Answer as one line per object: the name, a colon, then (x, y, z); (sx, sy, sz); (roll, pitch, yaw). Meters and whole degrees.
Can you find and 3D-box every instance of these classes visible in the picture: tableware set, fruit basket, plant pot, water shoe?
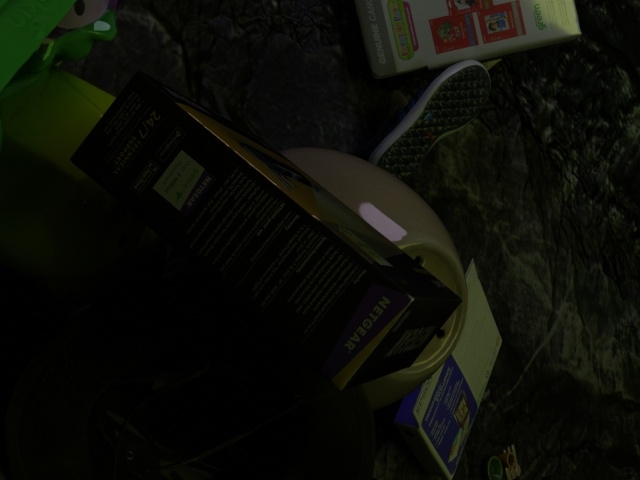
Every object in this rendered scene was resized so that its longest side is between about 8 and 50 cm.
tableware set: (0.260, 0.357, 1.572); (0.104, 0.024, 0.154); (-15, 94, -51)
fruit basket: (-0.231, -0.101, 0.895); (0.392, 0.283, 0.392); (16, 61, -32)
plant pot: (0.035, 0.053, 1.152); (0.284, 0.191, 0.284); (-5, 99, -35)
water shoe: (0.117, -0.150, 1.410); (0.203, 0.080, 0.073); (-43, 122, -15)

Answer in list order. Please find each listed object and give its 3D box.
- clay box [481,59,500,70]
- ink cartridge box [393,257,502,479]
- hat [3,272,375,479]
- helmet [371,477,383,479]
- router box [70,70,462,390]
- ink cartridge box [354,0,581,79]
clay box: (0.235, -0.324, 1.660); (0.222, 0.053, 0.127); (-40, 113, -49)
ink cartridge box: (0.152, 0.153, 1.397); (0.206, 0.045, 0.208); (-65, 151, -25)
hat: (-0.119, 0.154, 1.037); (0.331, 0.331, 0.134); (55, 2, -29)
helmet: (0.031, 0.340, 1.196); (0.169, 0.169, 0.161); (-1, 66, -51)
router box: (-0.022, -0.001, 0.894); (0.243, 0.081, 0.309); (39, 5, 11)
ink cartridge box: (0.150, -0.371, 1.464); (0.272, 0.130, 0.309); (-13, 94, -7)
